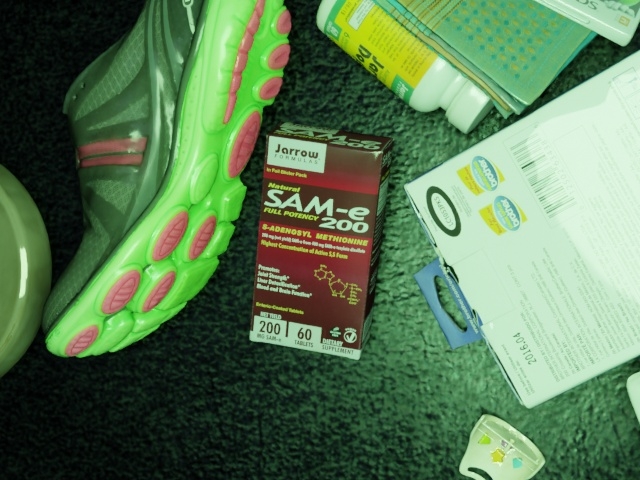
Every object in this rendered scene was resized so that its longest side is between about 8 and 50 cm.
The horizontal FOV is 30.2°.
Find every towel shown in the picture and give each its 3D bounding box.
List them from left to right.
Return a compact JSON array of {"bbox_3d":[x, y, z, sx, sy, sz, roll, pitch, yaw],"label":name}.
[{"bbox_3d":[0.147,-0.323,1.272,0.370,0.040,0.271,42,63,10],"label":"towel"}]

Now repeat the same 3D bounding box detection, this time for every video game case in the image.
[{"bbox_3d":[0.280,-0.314,1.259,0.173,0.022,0.190,28,62,3],"label":"video game case"}]

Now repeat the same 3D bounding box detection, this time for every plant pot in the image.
[{"bbox_3d":[-0.502,0.035,1.325,0.323,0.280,0.323,0,89,9],"label":"plant pot"}]

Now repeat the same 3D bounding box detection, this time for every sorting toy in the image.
[{"bbox_3d":[0.194,0.243,1.315,0.083,0.045,0.075,37,103,8],"label":"sorting toy"}]

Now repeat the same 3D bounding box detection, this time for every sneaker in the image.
[{"bbox_3d":[-0.196,-0.093,1.345,0.202,0.185,0.483,24,90,28],"label":"sneaker"}]

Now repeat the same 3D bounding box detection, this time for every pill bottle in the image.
[{"bbox_3d":[0.107,-0.215,1.297,0.208,0.117,0.117,41,96,8],"label":"pill bottle"}]

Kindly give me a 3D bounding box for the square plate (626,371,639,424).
[{"bbox_3d":[0.504,0.234,1.085,0.344,0.049,0.347,-17,72,-4],"label":"square plate"}]

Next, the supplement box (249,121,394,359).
[{"bbox_3d":[0.000,0.000,1.302,0.130,0.073,0.239,9,109,10],"label":"supplement box"}]

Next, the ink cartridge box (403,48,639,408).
[{"bbox_3d":[0.273,-0.011,1.228,0.395,0.151,0.270,-30,84,18],"label":"ink cartridge box"}]
